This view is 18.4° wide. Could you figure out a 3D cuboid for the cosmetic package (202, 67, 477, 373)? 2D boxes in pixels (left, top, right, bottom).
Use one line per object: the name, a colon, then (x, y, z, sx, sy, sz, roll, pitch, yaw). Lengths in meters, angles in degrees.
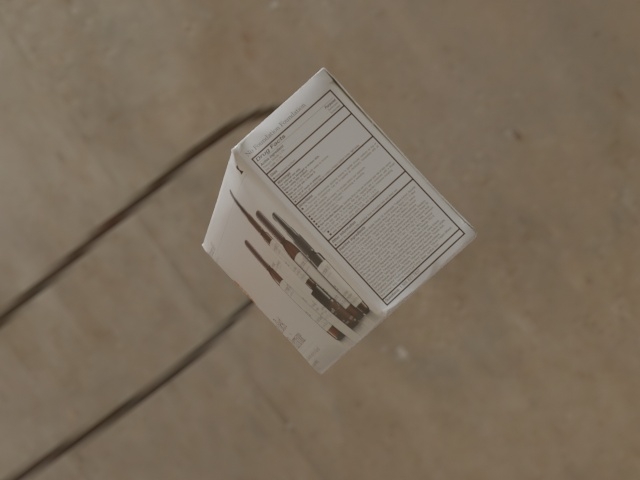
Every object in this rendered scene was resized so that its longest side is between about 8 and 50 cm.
cosmetic package: (0.000, 0.000, 0.937, 0.099, 0.060, 0.239, 49, 169, 4)
